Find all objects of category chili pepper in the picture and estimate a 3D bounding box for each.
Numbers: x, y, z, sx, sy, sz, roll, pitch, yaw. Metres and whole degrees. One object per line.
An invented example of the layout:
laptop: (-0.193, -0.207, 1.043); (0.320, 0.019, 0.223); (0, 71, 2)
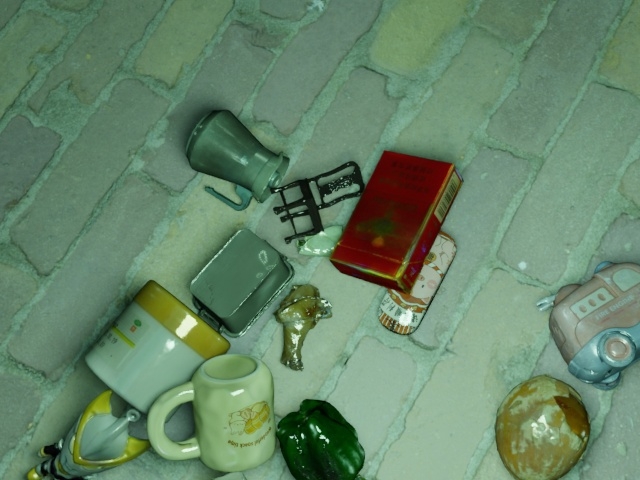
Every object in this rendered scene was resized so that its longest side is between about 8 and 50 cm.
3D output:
chili pepper: (0.019, 0.464, 1.613); (0.165, 0.174, 0.261); (-36, 109, -10)

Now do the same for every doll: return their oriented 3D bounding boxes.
doll: (-0.508, 0.450, 1.648); (0.316, 0.103, 0.145); (-37, 67, 19)

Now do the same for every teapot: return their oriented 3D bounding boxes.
teapot: (-0.208, -0.190, 1.863); (0.225, 0.171, 0.203); (33, 109, 7)

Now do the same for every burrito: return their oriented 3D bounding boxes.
burrito: (0.001, 0.003, 1.831); (0.118, 0.044, 0.074); (-3, 74, 1)

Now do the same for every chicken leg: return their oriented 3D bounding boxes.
chicken leg: (-0.054, 0.194, 1.757); (0.125, 0.080, 0.196); (29, 76, 0)

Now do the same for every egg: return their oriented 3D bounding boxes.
egg: (0.462, 0.397, 1.588); (0.195, 0.195, 0.233); (20, 71, 11)

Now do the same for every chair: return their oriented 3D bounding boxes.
chair: (0.003, -0.096, 1.815); (0.229, 0.106, 0.113); (-19, 37, 0)

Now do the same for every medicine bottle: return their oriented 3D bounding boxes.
medicine bottle: (-0.359, 0.244, 1.678); (0.238, 0.238, 0.232); (37, 79, 15)

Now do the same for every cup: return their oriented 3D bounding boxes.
cup: (-0.222, 0.357, 1.596); (0.255, 0.173, 0.202); (-2, 107, 3)

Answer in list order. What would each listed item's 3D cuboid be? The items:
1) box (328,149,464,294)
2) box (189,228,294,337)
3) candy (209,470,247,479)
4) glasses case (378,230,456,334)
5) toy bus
box: (0.178, -0.048, 1.776); (0.198, 0.089, 0.313); (17, 71, 35)
box: (-0.188, 0.093, 1.769); (0.163, 0.135, 0.243); (39, 79, 16)
candy: (-0.204, 0.589, 1.579); (0.137, 0.185, 0.195); (-17, 68, -36)
glasses case: (0.227, 0.095, 1.770); (0.103, 0.067, 0.266); (24, 75, 17)
toy bus: (0.638, 0.167, 1.657); (0.294, 0.197, 0.231); (-31, 61, -4)
